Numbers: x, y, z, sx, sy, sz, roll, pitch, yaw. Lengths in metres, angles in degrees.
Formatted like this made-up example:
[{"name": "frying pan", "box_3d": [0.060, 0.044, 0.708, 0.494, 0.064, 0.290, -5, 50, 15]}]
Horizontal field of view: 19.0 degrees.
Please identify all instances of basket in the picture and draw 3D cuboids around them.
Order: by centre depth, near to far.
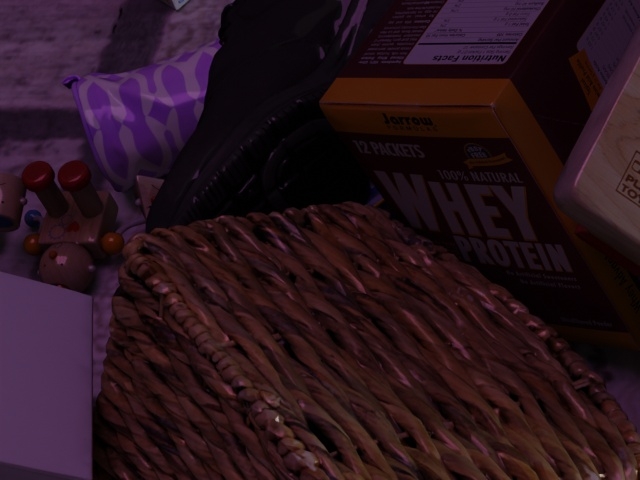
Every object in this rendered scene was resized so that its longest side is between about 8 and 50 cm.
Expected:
[{"name": "basket", "box_3d": [0.024, 0.148, 1.022, 0.213, 0.223, 0.299, -9, 39, -34]}]

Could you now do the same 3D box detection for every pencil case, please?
[{"name": "pencil case", "box_3d": [-0.061, -0.103, 1.262, 0.206, 0.086, 0.088, -21, 85, 0]}]

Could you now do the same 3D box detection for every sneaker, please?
[{"name": "sneaker", "box_3d": [-0.020, -0.089, 1.152, 0.130, 0.109, 0.286, 20, 55, 34]}]

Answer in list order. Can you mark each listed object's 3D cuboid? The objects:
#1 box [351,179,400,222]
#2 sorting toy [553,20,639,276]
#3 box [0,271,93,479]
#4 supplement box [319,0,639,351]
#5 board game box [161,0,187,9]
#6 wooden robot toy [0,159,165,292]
[{"name": "box", "box_3d": [0.000, 0.000, 1.174, 0.169, 0.059, 0.054, -39, 54, -14]}, {"name": "sorting toy", "box_3d": [0.266, -0.056, 1.008, 0.255, 0.257, 0.089, -61, 13, -16]}, {"name": "box", "box_3d": [-0.199, 0.117, 1.063, 0.091, 0.170, 0.130, 16, 45, -23]}, {"name": "supplement box", "box_3d": [0.137, -0.076, 1.084, 0.129, 0.191, 0.194, 6, 51, 46]}, {"name": "board game box", "box_3d": [-0.123, -0.241, 1.441, 0.103, 0.026, 0.154, -44, 51, -17]}, {"name": "wooden robot toy", "box_3d": [-0.173, -0.001, 1.233, 0.173, 0.076, 0.079, -2, 62, 18]}]
